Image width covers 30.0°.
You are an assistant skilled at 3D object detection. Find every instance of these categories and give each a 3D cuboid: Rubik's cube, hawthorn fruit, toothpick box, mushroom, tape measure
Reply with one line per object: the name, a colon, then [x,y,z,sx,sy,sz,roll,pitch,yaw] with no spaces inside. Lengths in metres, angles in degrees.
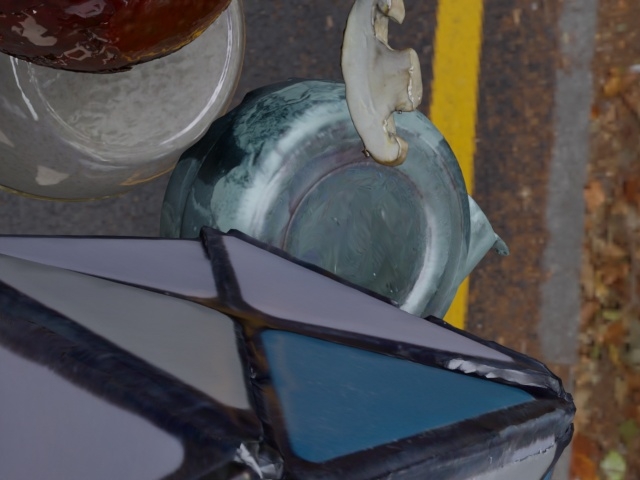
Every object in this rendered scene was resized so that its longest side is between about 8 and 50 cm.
Rubik's cube: [-0.076,0.172,0.649,0.305,0.310,0.307,4,105,-55]
hawthorn fruit: [-0.197,-0.273,0.916,0.316,0.316,0.316,1,89,-44]
toothpick box: [-0.332,-0.251,1.448,0.409,0.425,0.409,-8,104,-35]
mushroom: [0.034,-0.091,0.663,0.019,0.049,0.101,-15,106,-48]
tape measure: [0.000,0.000,0.996,0.256,0.147,0.275,-49,122,-14]
